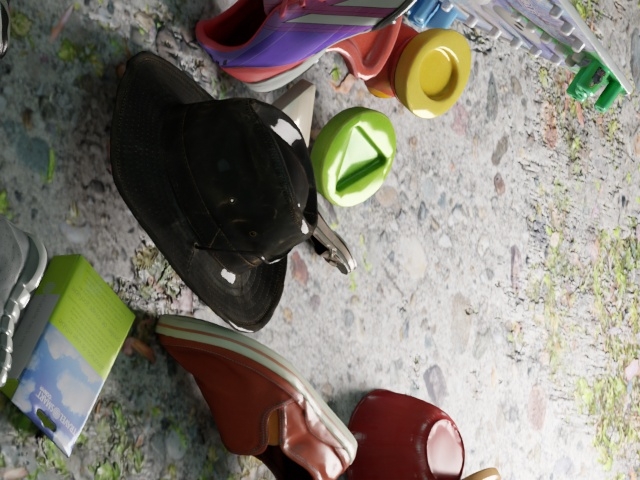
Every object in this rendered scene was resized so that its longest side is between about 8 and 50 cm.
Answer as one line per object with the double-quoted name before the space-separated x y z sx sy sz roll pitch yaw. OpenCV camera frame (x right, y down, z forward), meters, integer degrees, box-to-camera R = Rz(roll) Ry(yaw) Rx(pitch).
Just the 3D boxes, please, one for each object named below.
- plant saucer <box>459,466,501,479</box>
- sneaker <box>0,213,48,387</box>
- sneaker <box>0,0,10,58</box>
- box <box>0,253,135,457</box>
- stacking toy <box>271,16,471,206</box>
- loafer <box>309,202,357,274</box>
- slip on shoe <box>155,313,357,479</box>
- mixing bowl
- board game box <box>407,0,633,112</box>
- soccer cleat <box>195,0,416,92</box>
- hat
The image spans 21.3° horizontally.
"plant saucer" 0.156 0.367 2.210 0.200 0.200 0.037 -2 53 -57
"sneaker" -0.341 0.055 1.570 0.132 0.086 0.228 50 38 -36
"sneaker" -0.313 -0.255 1.640 0.075 0.063 0.170 -7 89 -51
"box" -0.260 0.116 1.713 0.109 0.042 0.178 54 46 -39
"stacking toy" 0.021 -0.213 2.151 0.279 0.130 0.309 -55 140 -6
"loafer" 0.000 0.000 2.130 0.039 0.045 0.125 -48 122 -26
"slip on shoe" -0.075 0.190 1.919 0.331 0.123 0.101 49 60 -39
"mixing bowl" 0.125 0.281 2.222 0.181 0.098 0.181 13 72 -49
"board game box" 0.163 -0.328 2.119 0.050 0.390 0.390 -53 137 -4
"soccer cleat" 0.002 -0.279 1.912 0.116 0.318 0.108 28 41 -44
"hat" -0.083 -0.071 1.835 0.331 0.134 0.331 44 35 -43
